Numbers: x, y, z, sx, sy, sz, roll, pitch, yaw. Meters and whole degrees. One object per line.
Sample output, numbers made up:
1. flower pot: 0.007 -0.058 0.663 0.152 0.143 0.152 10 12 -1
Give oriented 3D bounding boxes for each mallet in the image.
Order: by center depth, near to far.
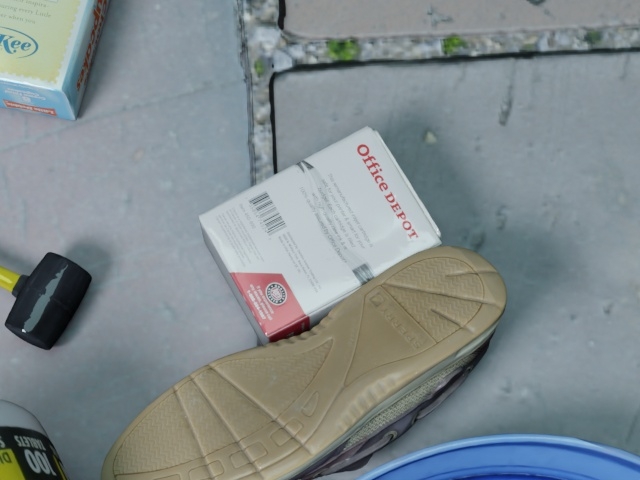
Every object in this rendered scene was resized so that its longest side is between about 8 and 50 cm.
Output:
1. mallet: -0.252 0.017 1.013 0.190 0.039 0.062 19 75 5

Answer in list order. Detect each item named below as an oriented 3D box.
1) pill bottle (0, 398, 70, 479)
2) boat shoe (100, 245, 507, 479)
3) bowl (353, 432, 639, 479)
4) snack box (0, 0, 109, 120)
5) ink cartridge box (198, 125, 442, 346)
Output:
1. pill bottle: -0.178 0.269 0.830 0.188 0.188 0.334 -27 66 -10
2. boat shoe: -0.002 0.109 0.957 0.285 0.092 0.103 -32 52 -14
3. bowl: 0.122 0.314 0.898 0.391 0.077 0.391 0 71 0
4. snack box: -0.311 -0.208 1.080 0.322 0.060 0.187 12 72 3
5. ink cartridge box: 0.000 0.000 1.014 0.135 0.056 0.099 -28 74 -9
